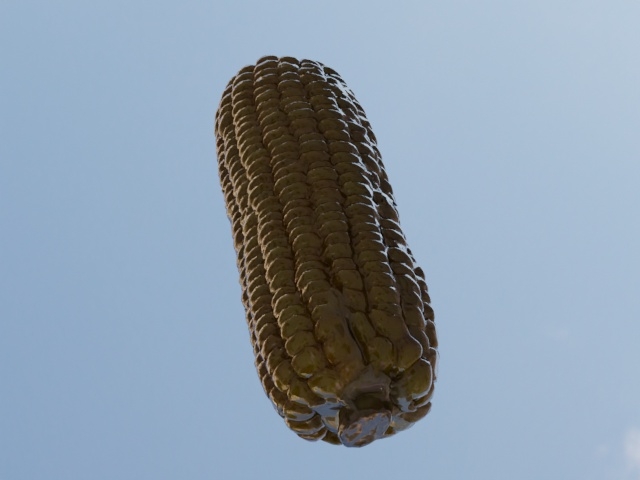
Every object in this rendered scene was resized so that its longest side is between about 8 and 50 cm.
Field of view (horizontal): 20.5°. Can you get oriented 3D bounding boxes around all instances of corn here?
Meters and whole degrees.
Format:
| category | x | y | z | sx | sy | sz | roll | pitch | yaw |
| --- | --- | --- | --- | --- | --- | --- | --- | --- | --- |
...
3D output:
| category | x | y | z | sx | sy | sz | roll | pitch | yaw |
| --- | --- | --- | --- | --- | --- | --- | --- | --- | --- |
| corn | 0.000 | 0.000 | 0.665 | 0.068 | 0.068 | 0.207 | -7 | -141 | -5 |
